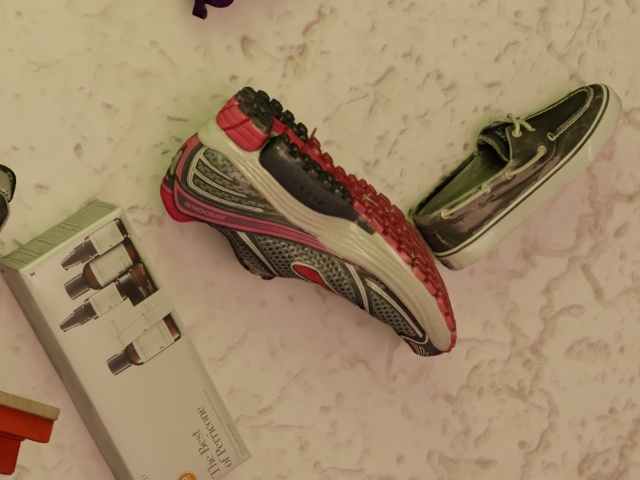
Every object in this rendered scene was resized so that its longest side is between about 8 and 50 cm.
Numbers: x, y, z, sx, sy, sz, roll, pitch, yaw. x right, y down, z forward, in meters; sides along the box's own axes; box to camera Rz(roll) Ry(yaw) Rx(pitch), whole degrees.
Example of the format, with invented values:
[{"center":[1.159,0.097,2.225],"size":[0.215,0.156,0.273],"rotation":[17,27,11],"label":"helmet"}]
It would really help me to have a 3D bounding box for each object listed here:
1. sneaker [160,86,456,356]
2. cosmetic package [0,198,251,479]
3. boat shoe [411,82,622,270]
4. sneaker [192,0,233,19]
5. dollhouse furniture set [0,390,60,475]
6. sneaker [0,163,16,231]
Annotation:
[{"center":[0.000,0.000,1.493],"size":[0.112,0.121,0.299],"rotation":[-41,118,15],"label":"sneaker"},{"center":[-0.152,0.096,1.443],"size":[0.099,0.060,0.239],"rotation":[-34,111,-19],"label":"cosmetic package"},{"center":[0.170,-0.070,1.582],"size":[0.219,0.078,0.070],"rotation":[-44,116,-14],"label":"boat shoe"},{"center":[-0.022,-0.256,1.470],"size":[0.224,0.083,0.098],"rotation":[-28,143,-30],"label":"sneaker"},{"center":[-0.284,0.232,1.314],"size":[0.262,0.135,0.259],"rotation":[23,74,-43],"label":"dollhouse furniture set"},{"center":[-0.288,-0.067,1.342],"size":[0.132,0.086,0.228],"rotation":[-10,112,-31],"label":"sneaker"}]
